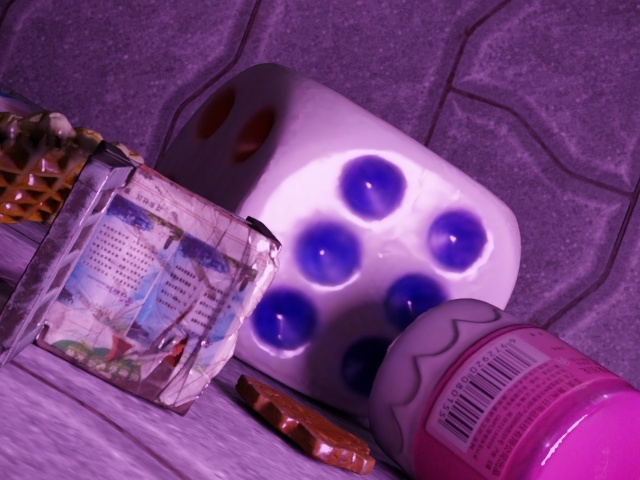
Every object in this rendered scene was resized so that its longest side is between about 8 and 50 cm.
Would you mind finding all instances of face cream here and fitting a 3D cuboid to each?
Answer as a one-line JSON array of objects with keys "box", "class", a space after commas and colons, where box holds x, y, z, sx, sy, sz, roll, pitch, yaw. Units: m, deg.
[{"box": [0.161, 0.160, 1.169, 0.175, 0.175, 0.195, 29, 4, -45], "class": "face cream"}]

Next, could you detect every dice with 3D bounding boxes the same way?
[{"box": [0.000, 0.000, 1.439, 0.304, 0.277, 0.304, 33, 2, -24], "class": "dice"}]

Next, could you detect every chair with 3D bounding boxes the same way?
[{"box": [-0.112, 0.028, 0.894, 0.147, 0.136, 0.270, 29, 1, -11], "class": "chair"}]

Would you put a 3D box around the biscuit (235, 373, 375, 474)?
[{"box": [-0.015, 0.147, 1.099, 0.130, 0.019, 0.119, 32, 3, 20], "class": "biscuit"}]

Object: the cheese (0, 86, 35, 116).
[{"box": [-0.468, -0.180, 1.754, 0.286, 0.074, 0.189, 23, 5, -29], "class": "cheese"}]

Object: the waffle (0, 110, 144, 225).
[{"box": [-0.244, -0.054, 1.084, 0.214, 0.054, 0.208, -3, -19, 16], "class": "waffle"}]
